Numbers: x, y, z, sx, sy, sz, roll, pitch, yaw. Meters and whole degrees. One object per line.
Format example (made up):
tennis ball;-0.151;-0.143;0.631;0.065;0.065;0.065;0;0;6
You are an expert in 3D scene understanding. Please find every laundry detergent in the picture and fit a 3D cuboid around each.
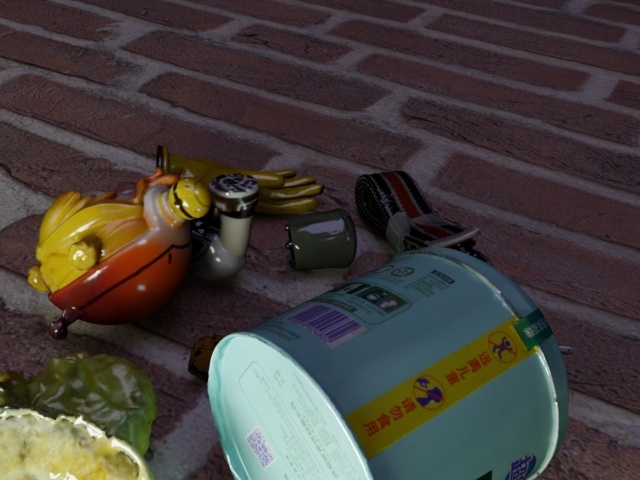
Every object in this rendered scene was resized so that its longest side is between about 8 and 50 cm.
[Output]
laundry detergent;0.085;0.170;0.839;0.305;0.287;0.287;-23;42;-32

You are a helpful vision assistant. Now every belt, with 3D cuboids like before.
belt;0.157;-0.011;1.266;0.094;0.126;0.359;-17;33;-12

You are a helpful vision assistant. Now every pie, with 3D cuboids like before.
pie;-0.276;0.285;0.722;0.274;0.055;0.274;4;72;-14

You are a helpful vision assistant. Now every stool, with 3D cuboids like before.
stool;0.000;0.000;1.249;0.110;0.096;0.096;-8;36;-8

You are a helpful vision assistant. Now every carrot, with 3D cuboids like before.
carrot;-0.056;0.170;1.023;0.228;0.069;0.069;9;35;6

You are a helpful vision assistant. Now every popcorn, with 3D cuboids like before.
popcorn;-0.280;0.193;0.865;0.195;0.173;0.168;24;70;-8

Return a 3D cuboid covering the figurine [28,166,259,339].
figurine;-0.257;0.010;1.121;0.323;0.196;0.320;-18;-4;-40

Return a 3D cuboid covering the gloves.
gloves;-0.138;-0.102;1.387;0.294;0.116;0.133;2;41;-14

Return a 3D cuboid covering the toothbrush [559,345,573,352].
toothbrush;0.295;0.148;1.133;0.131;0.011;0.013;7;22;5
